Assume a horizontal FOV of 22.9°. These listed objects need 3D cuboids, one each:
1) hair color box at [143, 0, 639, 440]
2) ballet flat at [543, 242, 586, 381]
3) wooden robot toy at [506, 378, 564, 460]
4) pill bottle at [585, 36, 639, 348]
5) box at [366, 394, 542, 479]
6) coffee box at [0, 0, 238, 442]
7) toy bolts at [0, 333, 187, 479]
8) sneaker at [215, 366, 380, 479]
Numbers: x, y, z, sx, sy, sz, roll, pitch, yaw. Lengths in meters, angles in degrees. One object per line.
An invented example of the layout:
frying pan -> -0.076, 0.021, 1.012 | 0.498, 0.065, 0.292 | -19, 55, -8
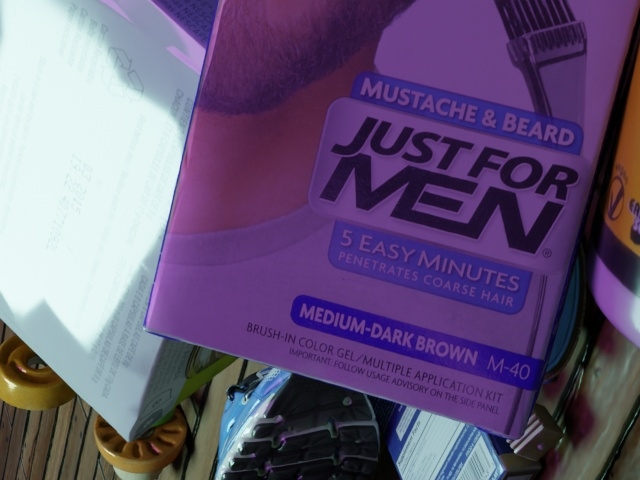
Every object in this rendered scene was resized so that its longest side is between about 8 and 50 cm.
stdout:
hair color box -> 0.051, -0.100, 0.726 | 0.110, 0.185, 0.339 | -24, -52, -77
ballet flat -> 0.135, -0.009, 1.040 | 0.067, 0.073, 0.206 | 67, -160, -82
wooden robot toy -> 0.098, 0.066, 1.062 | 0.076, 0.079, 0.173 | -32, 57, 27
pill bottle -> 0.233, -0.107, 0.641 | 0.188, 0.188, 0.334 | -130, 44, -54
box -> 0.085, 0.120, 1.174 | 0.136, 0.036, 0.225 | 112, 146, -42
coffee box -> -0.096, -0.148, 1.061 | 0.338, 0.334, 0.337 | 42, 138, 15
toy bolts -> -0.256, 0.158, 1.776 | 0.228, 0.218, 0.158 | -91, 10, -48
sneaker -> -0.037, 0.158, 1.318 | 0.330, 0.130, 0.147 | 112, 153, -59
